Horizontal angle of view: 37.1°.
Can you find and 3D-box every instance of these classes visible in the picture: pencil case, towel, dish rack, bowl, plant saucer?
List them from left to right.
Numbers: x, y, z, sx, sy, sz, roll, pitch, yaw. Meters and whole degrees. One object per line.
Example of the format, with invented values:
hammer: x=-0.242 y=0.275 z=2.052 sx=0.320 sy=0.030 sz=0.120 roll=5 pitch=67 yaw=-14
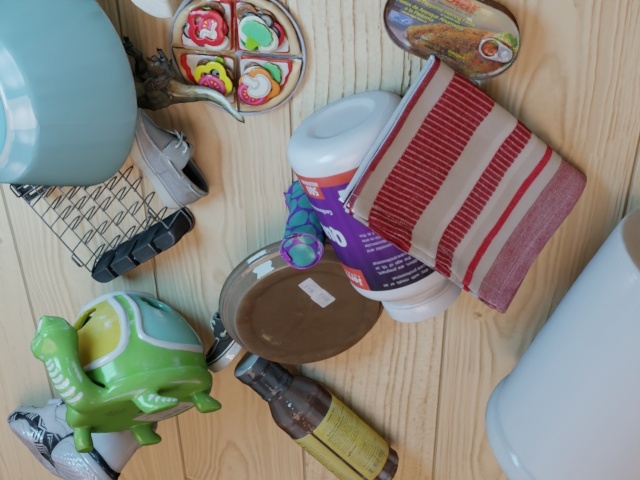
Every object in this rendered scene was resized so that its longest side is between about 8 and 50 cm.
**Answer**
bowl: x=-0.417 y=-0.200 z=1.309 sx=0.311 sy=0.163 sz=0.312 roll=16 pitch=119 yaw=31
dish rack: x=-0.361 y=-0.064 z=1.530 sx=0.208 sy=0.074 sz=0.271 roll=-28 pitch=114 yaw=26
pencil case: x=-0.026 y=-0.028 z=1.429 sx=0.070 sy=0.152 sz=0.065 roll=-11 pitch=126 yaw=12
plant saucer: x=-0.025 y=0.107 z=1.538 sx=0.277 sy=0.041 sz=0.278 roll=-6 pitch=131 yaw=-7
towel: x=0.205 y=-0.066 z=1.296 sx=0.329 sy=0.037 sz=0.237 roll=32 pitch=91 yaw=-31

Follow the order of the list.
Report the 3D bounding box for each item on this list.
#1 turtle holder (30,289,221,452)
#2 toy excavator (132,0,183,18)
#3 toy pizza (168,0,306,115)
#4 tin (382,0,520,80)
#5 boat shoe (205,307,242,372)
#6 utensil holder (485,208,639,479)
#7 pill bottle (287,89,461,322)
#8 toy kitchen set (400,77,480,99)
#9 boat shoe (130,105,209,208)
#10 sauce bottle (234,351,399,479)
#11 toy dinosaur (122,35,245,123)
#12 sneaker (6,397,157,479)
turtle holder: x=-0.339 y=0.211 z=1.577 sx=0.320 sy=0.228 sz=0.243 roll=-4 pitch=155 yaw=-36
toy excavator: x=-0.022 y=-0.414 z=1.134 sx=0.432 sy=0.222 sz=0.445 roll=19 pitch=136 yaw=0
toy pizza: x=-0.121 y=-0.263 z=1.354 sx=0.201 sy=0.032 sz=0.201 roll=6 pitch=126 yaw=8
tin: x=0.176 y=-0.286 z=1.272 sx=0.189 sy=0.040 sz=0.106 roll=24 pitch=131 yaw=-5
boat shoe: x=-0.147 y=0.136 z=1.625 sx=0.070 sy=0.078 sz=0.219 roll=32 pitch=118 yaw=-12
utensil holder: x=0.465 y=0.193 z=1.377 sx=0.327 sy=0.328 sz=0.386 roll=21 pitch=125 yaw=-3
pill bottle: x=0.092 y=-0.041 z=1.375 sx=0.181 sy=0.181 sz=0.323 roll=-15 pitch=120 yaw=22
toy kitchen set: x=0.172 y=-0.197 z=1.345 sx=0.083 sy=0.075 sz=0.068 roll=36 pitch=174 yaw=26
boat shoe: x=-0.228 y=-0.132 z=1.423 sx=0.081 sy=0.079 sz=0.227 roll=-17 pitch=145 yaw=6
sauce bottle: x=-0.007 y=0.318 z=1.700 sx=0.111 sy=0.111 sz=0.344 roll=-34 pitch=111 yaw=30
toy dinosaur: x=-0.240 y=-0.228 z=1.376 sx=0.268 sy=0.064 sz=0.118 roll=6 pitch=140 yaw=23
sneaker: x=-0.437 y=0.343 z=1.803 sx=0.365 sy=0.210 sz=0.137 roll=9 pitch=136 yaw=50
